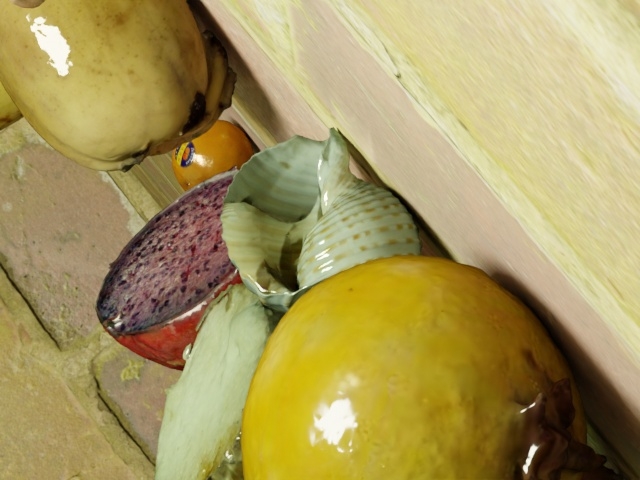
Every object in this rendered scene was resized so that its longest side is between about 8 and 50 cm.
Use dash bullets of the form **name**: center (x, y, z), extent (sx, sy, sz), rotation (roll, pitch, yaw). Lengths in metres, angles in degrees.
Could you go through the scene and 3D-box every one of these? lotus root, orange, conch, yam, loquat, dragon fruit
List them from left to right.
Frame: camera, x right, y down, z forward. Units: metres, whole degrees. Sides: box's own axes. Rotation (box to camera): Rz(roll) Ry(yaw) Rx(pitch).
- **lotus root**: center (-0.204, -0.196, 1.561), extent (0.310, 0.183, 0.183), rotation (56, 175, 10)
- **orange**: center (-0.102, -0.077, 1.847), extent (0.083, 0.083, 0.083), rotation (51, 174, 8)
- **dragon fruit**: center (-0.078, 0.051, 1.751), extent (0.148, 0.224, 0.218), rotation (51, -168, -26)
- **conch**: center (0.001, 0.006, 1.355), extent (0.153, 0.135, 0.102), rotation (-114, 15, -46)
- **yam**: center (0.024, 0.165, 1.460), extent (0.300, 0.195, 0.195), rotation (27, -173, -29)
- **loquat**: center (0.064, 0.122, 1.208), extent (0.244, 0.244, 0.244), rotation (51, 174, 8)

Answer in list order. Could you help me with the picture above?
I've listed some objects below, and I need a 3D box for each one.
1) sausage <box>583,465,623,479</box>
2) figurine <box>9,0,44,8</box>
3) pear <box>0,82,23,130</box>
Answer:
- **sausage**: center (0.214, 0.235, 1.397), extent (0.078, 0.078, 0.304), rotation (46, 174, 40)
- **figurine**: center (-0.202, -0.264, 1.076), extent (0.381, 0.203, 0.248), rotation (33, -179, 27)
- **pear**: center (-0.406, -0.253, 2.087), extent (0.309, 0.309, 0.309), rotation (51, 174, 8)
